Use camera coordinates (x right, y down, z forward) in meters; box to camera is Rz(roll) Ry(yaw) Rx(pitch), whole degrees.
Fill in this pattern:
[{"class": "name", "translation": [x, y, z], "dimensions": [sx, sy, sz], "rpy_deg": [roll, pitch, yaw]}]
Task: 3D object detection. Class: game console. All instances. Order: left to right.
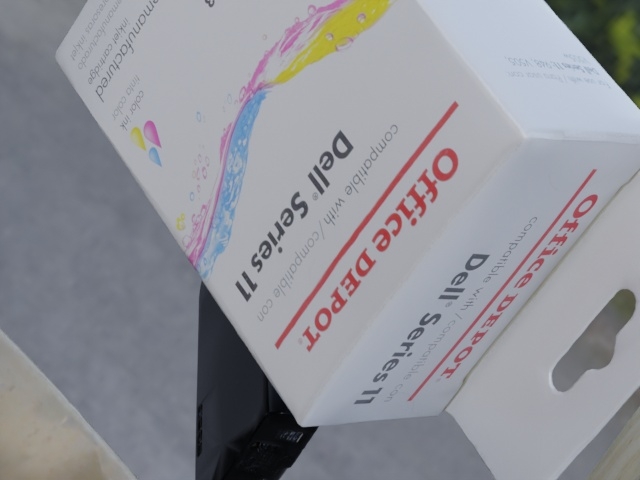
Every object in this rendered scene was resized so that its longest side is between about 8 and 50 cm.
[{"class": "game console", "translation": [0.000, 0.000, 1.247], "dimensions": [0.044, 0.361, 0.213], "rpy_deg": [16, 44, -19]}]

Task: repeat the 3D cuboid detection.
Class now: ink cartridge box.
[{"class": "ink cartridge box", "translation": [0.027, -0.049, 1.010], "dimensions": [0.119, 0.207, 0.353], "rpy_deg": [1, 44, -47]}]

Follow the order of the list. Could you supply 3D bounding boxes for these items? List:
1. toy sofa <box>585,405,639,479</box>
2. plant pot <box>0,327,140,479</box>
[{"class": "toy sofa", "translation": [0.229, 0.199, 1.184], "dimensions": [0.150, 0.363, 0.177], "rpy_deg": [9, 35, -37]}, {"class": "plant pot", "translation": [-0.241, 0.165, 0.761], "dimensions": [0.334, 0.305, 0.334], "rpy_deg": [46, 0, 0]}]
